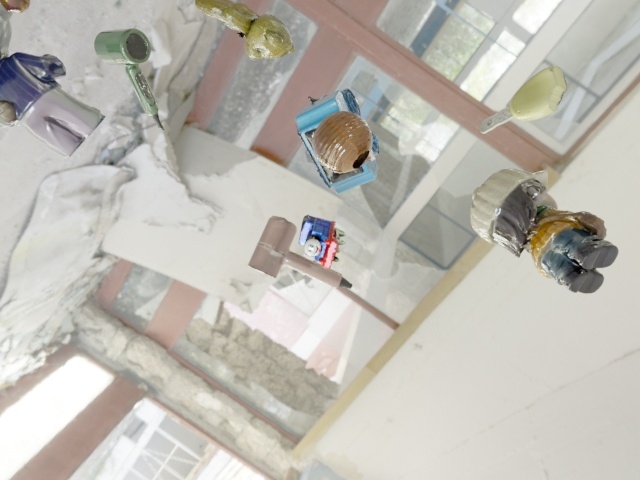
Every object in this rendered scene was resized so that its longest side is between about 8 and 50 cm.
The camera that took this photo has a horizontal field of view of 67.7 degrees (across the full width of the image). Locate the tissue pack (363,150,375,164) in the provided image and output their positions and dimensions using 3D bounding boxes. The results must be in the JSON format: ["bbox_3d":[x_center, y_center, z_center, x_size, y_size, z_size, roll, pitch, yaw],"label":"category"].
[{"bbox_3d":[0.099,-0.257,1.318,0.074,0.094,0.058,-26,-142,13],"label":"tissue pack"}]

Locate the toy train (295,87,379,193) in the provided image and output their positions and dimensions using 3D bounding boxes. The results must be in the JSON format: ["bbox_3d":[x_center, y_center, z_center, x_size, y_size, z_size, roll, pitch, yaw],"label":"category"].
[{"bbox_3d":[0.058,-0.328,1.521,0.188,0.300,0.265,-20,-154,24],"label":"toy train"}]

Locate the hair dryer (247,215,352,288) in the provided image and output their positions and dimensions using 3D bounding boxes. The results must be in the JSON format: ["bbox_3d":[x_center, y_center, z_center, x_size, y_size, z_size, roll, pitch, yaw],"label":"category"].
[{"bbox_3d":[-0.045,0.069,1.566,0.107,0.344,0.189,156,-42,-79],"label":"hair dryer"}]

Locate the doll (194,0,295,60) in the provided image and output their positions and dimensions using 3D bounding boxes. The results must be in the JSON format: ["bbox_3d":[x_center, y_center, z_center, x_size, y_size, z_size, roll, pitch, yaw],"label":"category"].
[{"bbox_3d":[-0.158,-0.438,0.987,0.097,0.210,0.137,-63,177,23],"label":"doll"}]

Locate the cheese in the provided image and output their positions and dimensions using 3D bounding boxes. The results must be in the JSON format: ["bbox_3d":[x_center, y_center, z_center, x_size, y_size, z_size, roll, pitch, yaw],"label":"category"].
[{"bbox_3d":[0.550,-0.366,1.318,0.255,0.050,0.127,-29,-123,50],"label":"cheese"}]

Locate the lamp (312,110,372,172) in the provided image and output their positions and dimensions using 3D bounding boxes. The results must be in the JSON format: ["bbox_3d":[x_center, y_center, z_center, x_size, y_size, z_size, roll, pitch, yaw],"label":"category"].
[{"bbox_3d":[0.048,-0.218,1.055,0.136,0.136,0.136,-55,-179,1],"label":"lamp"}]

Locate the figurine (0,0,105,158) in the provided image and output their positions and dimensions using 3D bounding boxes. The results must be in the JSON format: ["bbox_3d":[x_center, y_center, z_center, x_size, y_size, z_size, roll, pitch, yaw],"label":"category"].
[{"bbox_3d":[-0.428,-0.213,0.610,0.194,0.274,0.133,-20,-147,6],"label":"figurine"}]

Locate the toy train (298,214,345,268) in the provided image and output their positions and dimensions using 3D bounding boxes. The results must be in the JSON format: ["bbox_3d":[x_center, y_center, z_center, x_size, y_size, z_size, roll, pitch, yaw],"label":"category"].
[{"bbox_3d":[0.000,0.000,1.341,0.204,0.131,0.082,-80,-173,-73],"label":"toy train"}]

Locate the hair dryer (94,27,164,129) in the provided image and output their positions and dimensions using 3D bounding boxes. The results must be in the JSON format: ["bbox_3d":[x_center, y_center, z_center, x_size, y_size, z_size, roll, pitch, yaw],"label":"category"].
[{"bbox_3d":[-0.259,-0.226,0.686,0.047,0.071,0.150,-50,138,-33],"label":"hair dryer"}]

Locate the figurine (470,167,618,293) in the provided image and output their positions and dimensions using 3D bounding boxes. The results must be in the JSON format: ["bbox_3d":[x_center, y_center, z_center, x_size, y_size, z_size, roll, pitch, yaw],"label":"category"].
[{"bbox_3d":[0.449,-0.033,1.021,0.332,0.205,0.185,-95,-163,-59],"label":"figurine"}]
